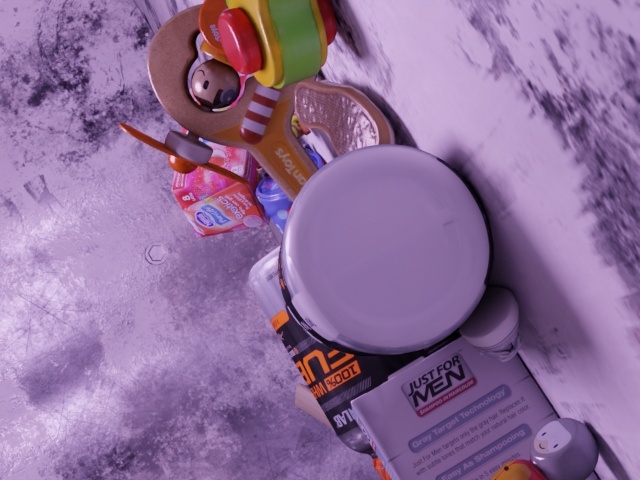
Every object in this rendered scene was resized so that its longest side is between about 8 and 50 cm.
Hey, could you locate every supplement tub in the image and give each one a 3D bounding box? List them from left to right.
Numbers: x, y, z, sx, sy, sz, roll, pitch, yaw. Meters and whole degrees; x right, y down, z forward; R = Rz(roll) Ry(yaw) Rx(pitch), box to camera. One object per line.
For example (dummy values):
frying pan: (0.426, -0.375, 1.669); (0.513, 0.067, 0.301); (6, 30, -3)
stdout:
supplement tub: (0.067, 0.138, 1.644); (0.338, 0.207, 0.207); (58, 174, 7)
supplement tub: (0.054, 0.021, 1.232); (0.193, 0.193, 0.316); (59, 174, 4)

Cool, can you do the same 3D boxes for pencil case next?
pencil case: (0.000, 0.000, 1.952); (0.133, 0.119, 0.306); (36, 157, 55)

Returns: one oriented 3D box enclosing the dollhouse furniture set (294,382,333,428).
dollhouse furniture set: (0.112, 0.207, 2.340); (0.286, 0.198, 0.303); (27, 121, 39)

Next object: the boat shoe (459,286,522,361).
boat shoe: (0.173, 0.091, 1.226); (0.063, 0.066, 0.184); (49, 174, -5)

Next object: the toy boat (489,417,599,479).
toy boat: (0.283, 0.317, 1.141); (0.318, 0.148, 0.267); (48, 175, 27)

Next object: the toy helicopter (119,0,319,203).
toy helicopter: (-0.086, -0.127, 1.519); (0.355, 0.235, 0.140); (52, -173, -2)

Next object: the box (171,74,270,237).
box: (-0.151, -0.142, 2.003); (0.257, 0.128, 0.122); (-86, -21, -43)

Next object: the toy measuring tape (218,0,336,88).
toy measuring tape: (-0.024, -0.213, 1.184); (0.121, 0.121, 0.330); (60, 165, -9)

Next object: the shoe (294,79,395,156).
shoe: (0.036, -0.135, 1.333); (0.219, 0.058, 0.076); (-138, 49, -59)

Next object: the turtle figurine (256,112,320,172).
turtle figurine: (-0.050, -0.116, 1.720); (0.217, 0.087, 0.269); (53, -167, -1)

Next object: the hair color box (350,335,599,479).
hair color box: (0.207, 0.295, 1.335); (0.374, 0.185, 0.113); (58, 175, 14)
